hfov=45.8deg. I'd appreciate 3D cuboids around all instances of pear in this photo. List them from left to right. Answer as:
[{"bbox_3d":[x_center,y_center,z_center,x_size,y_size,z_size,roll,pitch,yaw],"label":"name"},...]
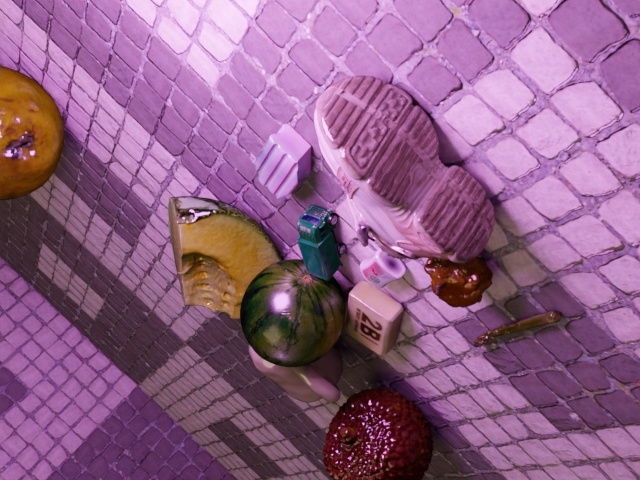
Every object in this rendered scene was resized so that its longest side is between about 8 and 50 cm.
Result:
[{"bbox_3d":[-0.838,-0.282,1.951,0.413,0.352,0.352,10,138,34],"label":"pear"}]

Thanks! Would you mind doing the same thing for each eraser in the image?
[{"bbox_3d":[0.116,0.175,1.674,0.117,0.058,0.172,32,149,19],"label":"eraser"}]

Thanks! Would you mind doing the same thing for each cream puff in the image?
[{"bbox_3d":[0.245,0.060,1.344,0.122,0.094,0.116,-2,136,21],"label":"cream puff"}]

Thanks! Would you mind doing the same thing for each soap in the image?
[{"bbox_3d":[-0.071,-0.148,1.477,0.100,0.056,0.149,44,150,1],"label":"soap"}]

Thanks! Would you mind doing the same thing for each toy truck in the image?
[{"bbox_3d":[0.000,0.000,1.565,0.065,0.079,0.147,20,142,34],"label":"toy truck"}]

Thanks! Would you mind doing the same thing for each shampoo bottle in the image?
[{"bbox_3d":[0.121,0.058,1.530,0.072,0.043,0.099,45,150,-4],"label":"shampoo bottle"}]

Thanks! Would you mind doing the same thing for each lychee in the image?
[{"bbox_3d":[0.143,0.501,1.862,0.276,0.275,0.304,7,160,46],"label":"lychee"}]

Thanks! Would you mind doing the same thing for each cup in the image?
[{"bbox_3d":[-0.060,0.309,1.858,0.173,0.255,0.202,-33,123,17],"label":"cup"}]

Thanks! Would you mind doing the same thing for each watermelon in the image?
[{"bbox_3d":[-0.061,0.161,1.681,0.242,0.242,0.242,30,148,21],"label":"watermelon"}]

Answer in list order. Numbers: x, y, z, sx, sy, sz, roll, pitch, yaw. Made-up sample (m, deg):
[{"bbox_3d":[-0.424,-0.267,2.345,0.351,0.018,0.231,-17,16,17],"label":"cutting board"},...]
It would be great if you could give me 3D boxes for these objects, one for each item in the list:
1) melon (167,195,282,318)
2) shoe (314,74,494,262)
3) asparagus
[{"bbox_3d":[-0.241,0.026,1.761,0.331,0.226,0.343,27,136,21],"label":"melon"},{"bbox_3d":[0.102,-0.091,1.232,0.351,0.172,0.198,49,153,-8],"label":"shoe"},{"bbox_3d":[0.356,0.165,1.409,0.024,0.025,0.248,32,152,-12],"label":"asparagus"}]
